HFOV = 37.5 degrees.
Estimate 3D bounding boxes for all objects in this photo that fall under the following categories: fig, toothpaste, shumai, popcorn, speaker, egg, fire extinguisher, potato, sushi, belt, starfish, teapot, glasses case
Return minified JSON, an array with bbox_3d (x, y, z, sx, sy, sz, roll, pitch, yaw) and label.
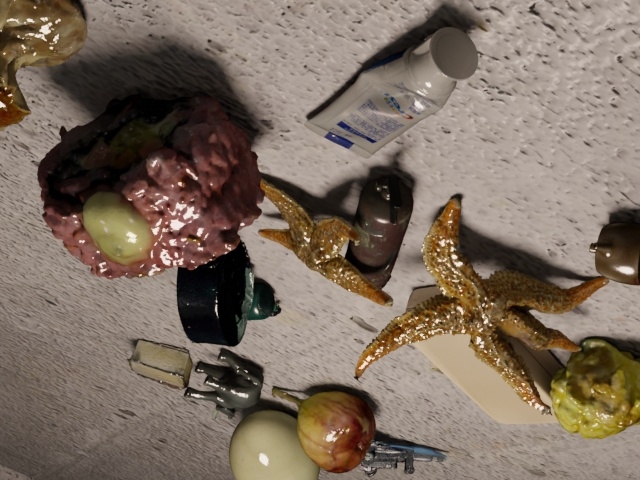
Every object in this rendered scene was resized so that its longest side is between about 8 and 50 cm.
[{"bbox_3d":[-0.007,0.355,1.847,0.230,0.143,0.160,19,120,9],"label":"fig"},{"bbox_3d":[0.077,-0.156,1.052,0.096,0.061,0.266,26,156,-18],"label":"toothpaste"},{"bbox_3d":[-0.381,-0.224,1.071,0.209,0.153,0.161,15,157,-3],"label":"shumai"},{"bbox_3d":[0.436,0.233,1.427,0.173,0.142,0.174,-9,138,-8],"label":"popcorn"},{"bbox_3d":[-0.107,0.101,1.569,0.075,0.060,0.094,-4,179,31],"label":"speaker"},{"bbox_3d":[-0.100,0.462,2.017,0.188,0.189,0.254,3,142,23],"label":"egg"},{"bbox_3d":[0.078,-0.008,1.247,0.072,0.089,0.268,4,150,-4],"label":"fire extinguisher"},{"bbox_3d":[-0.321,0.248,1.900,0.122,0.061,0.086,16,150,7],"label":"potato"},{"bbox_3d":[-0.208,-0.067,1.160,0.270,0.237,0.171,-4,132,30],"label":"sushi"},{"bbox_3d":[-0.160,0.077,1.446,0.078,0.151,0.198,4,132,15],"label":"belt"},{"bbox_3d":[0.001,-0.002,1.269,0.247,0.050,0.138,27,149,28],"label":"starfish"},{"bbox_3d":[0.368,0.014,1.164,0.068,0.076,0.121,10,-179,31],"label":"teapot"},{"bbox_3d":[0.270,0.185,1.484,0.144,0.076,0.336,-10,141,36],"label":"glasses case"},{"bbox_3d":[0.237,0.123,1.289,0.293,0.084,0.302,22,109,-13],"label":"starfish"}]

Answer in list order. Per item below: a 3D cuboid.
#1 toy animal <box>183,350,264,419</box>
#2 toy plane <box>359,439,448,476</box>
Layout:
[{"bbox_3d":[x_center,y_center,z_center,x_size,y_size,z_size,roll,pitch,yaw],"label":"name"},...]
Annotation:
[{"bbox_3d":[-0.200,0.304,1.909,0.137,0.082,0.269,25,148,-12],"label":"toy animal"},{"bbox_3d":[0.143,0.458,1.996,0.246,0.078,0.169,9,148,14],"label":"toy plane"}]
